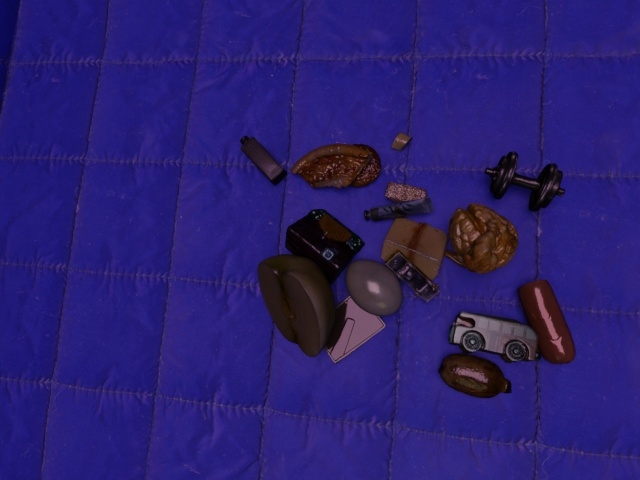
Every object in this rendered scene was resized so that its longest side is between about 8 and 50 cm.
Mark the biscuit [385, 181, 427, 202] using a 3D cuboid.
[{"bbox_3d":[0.341,-0.182,1.827,0.168,0.070,0.082,14,94,10],"label":"biscuit"}]

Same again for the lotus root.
[{"bbox_3d":[0.564,0.496,1.661,0.260,0.128,0.145,16,103,16],"label":"lotus root"}]

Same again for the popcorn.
[{"bbox_3d":[0.574,-0.007,1.632,0.225,0.332,0.265,-27,94,31],"label":"popcorn"}]

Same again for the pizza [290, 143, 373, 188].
[{"bbox_3d":[0.040,-0.299,1.856,0.365,0.074,0.182,-1,81,26],"label":"pizza"}]

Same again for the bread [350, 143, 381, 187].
[{"bbox_3d":[0.158,-0.312,1.882,0.193,0.064,0.193,-1,85,13],"label":"bread"}]

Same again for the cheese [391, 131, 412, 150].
[{"bbox_3d":[0.332,-0.406,1.875,0.060,0.041,0.084,33,87,11],"label":"cheese"}]

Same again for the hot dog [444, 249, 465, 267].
[{"bbox_3d":[0.546,0.079,1.774,0.137,0.028,0.044,25,61,10],"label":"hot dog"}]

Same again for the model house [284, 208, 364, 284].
[{"bbox_3d":[0.000,0.000,1.769,0.280,0.249,0.230,37,89,13],"label":"model house"}]

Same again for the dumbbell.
[{"bbox_3d":[0.756,-0.220,1.698,0.290,0.192,0.192,19,86,11],"label":"dumbbell"}]

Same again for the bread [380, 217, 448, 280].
[{"bbox_3d":[0.380,0.022,1.813,0.240,0.135,0.178,22,53,13],"label":"bread"}]

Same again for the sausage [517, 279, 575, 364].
[{"bbox_3d":[0.818,0.294,1.649,0.121,0.121,0.304,-18,79,7],"label":"sausage"}]

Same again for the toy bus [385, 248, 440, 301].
[{"bbox_3d":[0.347,0.135,1.734,0.226,0.074,0.081,40,102,-10],"label":"toy bus"}]

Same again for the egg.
[{"bbox_3d":[0.202,0.178,1.738,0.253,0.186,0.186,44,91,9],"label":"egg"}]

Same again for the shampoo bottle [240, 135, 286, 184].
[{"bbox_3d":[-0.253,-0.351,1.950,0.080,0.079,0.246,-42,77,0],"label":"shampoo bottle"}]

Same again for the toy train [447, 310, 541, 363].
[{"bbox_3d":[0.636,0.356,1.671,0.326,0.129,0.159,11,78,12],"label":"toy train"}]

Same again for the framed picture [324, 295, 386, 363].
[{"bbox_3d":[0.107,0.339,1.816,0.260,0.023,0.189,-38,77,3],"label":"framed picture"}]

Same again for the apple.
[{"bbox_3d":[-0.095,0.240,1.713,0.312,0.320,0.360,-8,115,10],"label":"apple"}]

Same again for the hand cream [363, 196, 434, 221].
[{"bbox_3d":[0.305,-0.121,1.804,0.271,0.091,0.058,-8,49,22],"label":"hand cream"}]
